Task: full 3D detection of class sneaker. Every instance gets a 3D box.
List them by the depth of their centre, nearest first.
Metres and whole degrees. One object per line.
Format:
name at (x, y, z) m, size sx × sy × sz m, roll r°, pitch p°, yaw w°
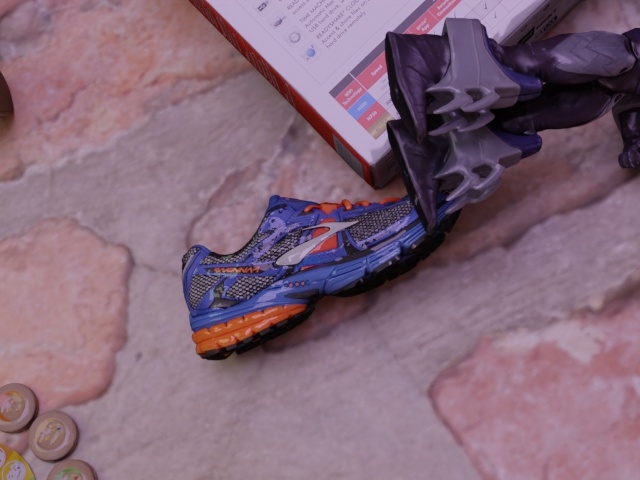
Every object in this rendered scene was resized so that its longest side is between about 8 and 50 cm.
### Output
sneaker at (0.000, 0.000, 1.026) m, size 0.221 × 0.083 × 0.087 m, roll -26°, pitch 83°, yaw 1°

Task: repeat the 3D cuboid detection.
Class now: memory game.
memory game at (-0.245, 0.187, 1.060) m, size 0.186 × 0.012 × 0.186 m, roll -5°, pitch 69°, yaw 12°

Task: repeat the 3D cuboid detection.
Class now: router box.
router box at (0.057, -0.260, 1.081) m, size 0.335 × 0.082 × 0.301 m, roll -43°, pitch 79°, yaw -2°

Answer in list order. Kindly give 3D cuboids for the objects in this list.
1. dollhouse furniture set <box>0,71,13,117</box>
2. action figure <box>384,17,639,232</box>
dollhouse furniture set at (-0.371, -0.169, 1.185) m, size 0.212 × 0.161 × 0.242 m, roll -18°, pitch 88°, yaw 7°
action figure at (0.184, -0.106, 0.969) m, size 0.285 × 0.185 × 0.099 m, roll -17°, pitch 59°, yaw -7°
